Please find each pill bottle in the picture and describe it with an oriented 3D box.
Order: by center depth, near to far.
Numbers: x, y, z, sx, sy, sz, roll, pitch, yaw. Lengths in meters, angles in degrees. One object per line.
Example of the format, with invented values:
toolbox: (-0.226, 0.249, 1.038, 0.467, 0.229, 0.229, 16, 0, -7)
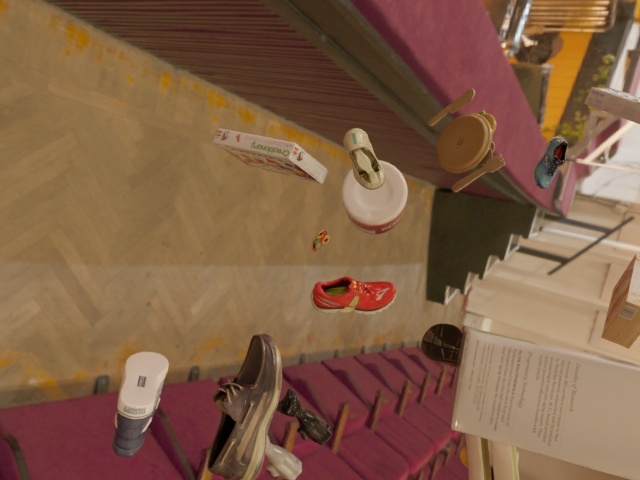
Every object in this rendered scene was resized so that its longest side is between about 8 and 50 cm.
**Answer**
pill bottle: (0.200, -0.141, 1.804, 0.392, 0.224, 0.224, 38, 71, -81)

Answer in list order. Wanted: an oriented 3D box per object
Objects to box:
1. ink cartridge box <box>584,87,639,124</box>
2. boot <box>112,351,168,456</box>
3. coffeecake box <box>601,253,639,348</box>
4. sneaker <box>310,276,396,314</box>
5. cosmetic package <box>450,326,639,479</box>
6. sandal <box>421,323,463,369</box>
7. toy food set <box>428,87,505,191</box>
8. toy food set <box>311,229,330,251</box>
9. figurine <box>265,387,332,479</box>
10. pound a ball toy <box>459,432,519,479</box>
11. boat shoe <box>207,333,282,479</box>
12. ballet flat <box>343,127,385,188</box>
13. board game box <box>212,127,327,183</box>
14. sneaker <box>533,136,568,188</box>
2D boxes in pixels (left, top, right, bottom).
ink cartridge box: (0.763, -0.317, 1.183, 0.097, 0.207, 0.046, -13, 129, -35)
boot: (-0.289, 0.249, 0.771, 0.190, 0.069, 0.086, -126, -128, -76)
coffeecake box: (0.767, 0.147, 1.203, 0.185, 0.068, 0.142, -47, 150, -39)
sneaker: (0.109, 0.164, 1.531, 0.118, 0.279, 0.107, 94, -13, -47)
cosmetic package: (0.393, 0.246, 0.740, 0.197, 0.366, 0.155, 32, 68, -74)
sandal: (0.293, 0.225, 0.977, 0.090, 0.219, 0.060, -51, 121, -28)
toy food set: (0.292, -0.193, 0.972, 0.039, 0.132, 0.192, 15, 53, -40)
toy food set: (0.000, 0.000, 1.650, 0.082, 0.020, 0.083, -45, 156, -18)
figurine: (-0.101, 0.555, 1.400, 0.215, 0.092, 0.209, -45, 121, -17)
pound a ball toy: (0.442, 0.586, 1.277, 0.208, 0.136, 0.319, 25, 61, -62)
boat shoe: (-0.188, 0.401, 1.195, 0.130, 0.132, 0.355, 19, 70, -30)
ballet flat: (0.126, -0.196, 1.324, 0.086, 0.086, 0.248, -62, 144, -18)
board game box: (-0.151, -0.254, 1.470, 0.193, 0.305, 0.053, 29, 80, -56)
sneaker: (0.705, -0.236, 1.495, 0.073, 0.064, 0.162, -96, -161, -73)
